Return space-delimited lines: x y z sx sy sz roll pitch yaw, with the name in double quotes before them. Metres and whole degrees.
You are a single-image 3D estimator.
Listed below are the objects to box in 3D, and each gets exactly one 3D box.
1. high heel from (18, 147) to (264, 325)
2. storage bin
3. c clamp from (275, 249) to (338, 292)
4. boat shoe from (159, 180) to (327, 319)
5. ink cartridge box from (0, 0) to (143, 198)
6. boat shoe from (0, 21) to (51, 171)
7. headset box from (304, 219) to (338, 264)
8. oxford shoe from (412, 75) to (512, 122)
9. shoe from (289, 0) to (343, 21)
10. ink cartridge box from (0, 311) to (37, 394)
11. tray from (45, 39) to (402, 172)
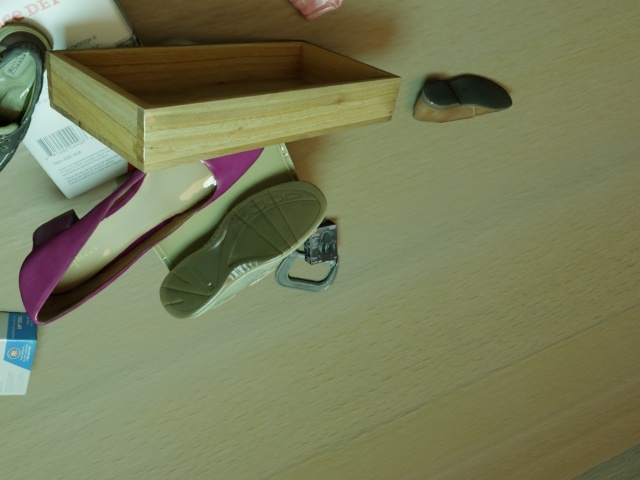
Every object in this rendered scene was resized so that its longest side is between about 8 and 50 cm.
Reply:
"high heel" -0.219 -0.028 0.748 0.377 0.181 0.127 -33 131 1
"storage bin" -0.169 -0.076 0.937 0.263 0.123 0.260 -27 131 -5
"c clamp" -0.023 0.052 1.162 0.161 0.022 0.137 19 114 -33
"boat shoe" -0.116 0.016 0.893 0.302 0.109 0.098 -39 170 5
"ink cartridge box" -0.332 -0.224 0.758 0.197 0.114 0.272 -26 131 -4
"boat shoe" -0.389 -0.149 0.665 0.080 0.073 0.223 25 114 -33
"headset box" 0.000 0.000 1.115 0.062 0.032 0.083 -12 114 -25
"oxford shoe" 0.265 -0.259 1.054 0.213 0.076 0.076 -7 156 -23
"shoe" 0.024 -0.408 0.827 0.178 0.063 0.081 -38 132 12
"ink cartridge box" -0.617 0.191 0.950 0.231 0.078 0.134 9 119 -30
"tray" -0.101 -0.192 0.726 0.411 0.203 0.076 -23 134 -43
